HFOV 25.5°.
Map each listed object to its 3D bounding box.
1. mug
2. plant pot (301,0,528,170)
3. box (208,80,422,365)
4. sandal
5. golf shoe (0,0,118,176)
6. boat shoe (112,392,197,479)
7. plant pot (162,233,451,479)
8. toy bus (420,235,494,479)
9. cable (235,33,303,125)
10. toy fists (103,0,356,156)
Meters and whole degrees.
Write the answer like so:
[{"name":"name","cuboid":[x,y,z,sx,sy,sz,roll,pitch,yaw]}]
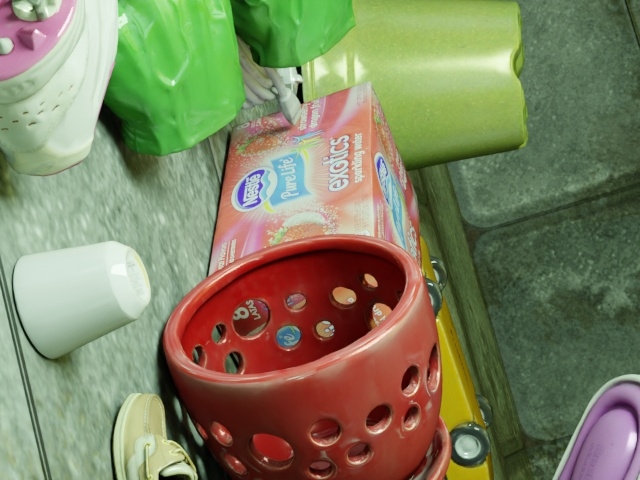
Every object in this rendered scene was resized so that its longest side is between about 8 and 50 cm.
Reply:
[{"name":"mug","cuboid":[-0.134,0.024,0.816,0.062,0.064,0.078,61,16,-44]},{"name":"plant pot","cuboid":[0.125,-0.195,1.741,0.276,0.254,0.276,-2,90,-80]},{"name":"box","cuboid":[0.000,0.000,1.273,0.300,0.154,0.142,-86,156,-57]},{"name":"sandal","cuboid":[0.175,0.296,1.181,0.169,0.102,0.416,-7,-123,67]},{"name":"golf shoe","cuboid":[-0.174,-0.172,0.846,0.140,0.115,0.306,76,12,-51]},{"name":"boat shoe","cuboid":[-0.098,0.147,0.857,0.050,0.045,0.135,62,16,-46]},{"name":"plant pot","cuboid":[0.002,0.112,1.024,0.191,0.191,0.174,-86,160,-60]},{"name":"toy bus","cuboid":[0.114,0.168,1.619,0.108,0.130,0.332,-61,134,-73]},{"name":"cable","cuboid":[-0.109,-0.237,1.253,0.257,0.089,0.257,40,35,-67]},{"name":"toy fists","cuboid":[-0.077,-0.188,1.078,0.279,0.096,0.142,-40,134,-38]}]
